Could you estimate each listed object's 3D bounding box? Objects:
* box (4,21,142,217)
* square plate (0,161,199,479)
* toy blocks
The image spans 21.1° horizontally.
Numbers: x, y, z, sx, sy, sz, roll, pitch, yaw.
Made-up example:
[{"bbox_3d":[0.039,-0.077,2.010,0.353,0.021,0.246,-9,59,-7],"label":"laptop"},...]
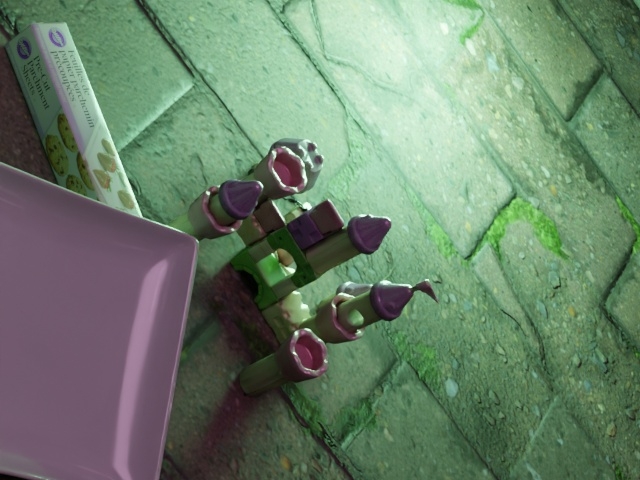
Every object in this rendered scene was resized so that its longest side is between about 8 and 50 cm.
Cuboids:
[{"bbox_3d":[-0.305,-0.118,2.173,0.063,0.067,0.324,-13,78,-50],"label":"box"},{"bbox_3d":[-0.310,0.112,1.985,0.347,0.049,0.344,22,70,-38],"label":"square plate"},{"bbox_3d":[0.000,0.000,2.280,0.288,0.260,0.309,58,39,-3],"label":"toy blocks"}]
